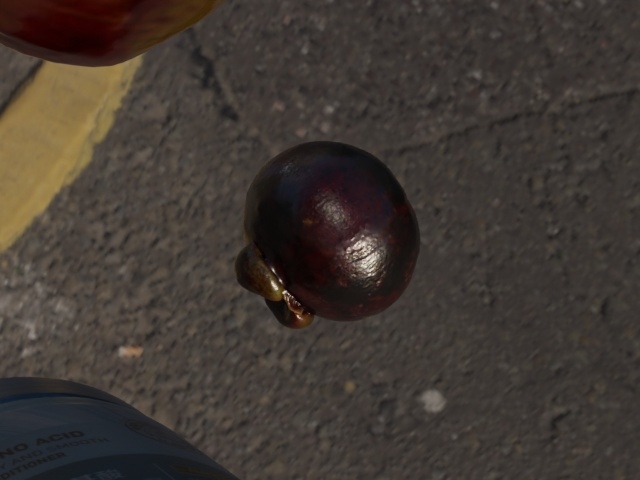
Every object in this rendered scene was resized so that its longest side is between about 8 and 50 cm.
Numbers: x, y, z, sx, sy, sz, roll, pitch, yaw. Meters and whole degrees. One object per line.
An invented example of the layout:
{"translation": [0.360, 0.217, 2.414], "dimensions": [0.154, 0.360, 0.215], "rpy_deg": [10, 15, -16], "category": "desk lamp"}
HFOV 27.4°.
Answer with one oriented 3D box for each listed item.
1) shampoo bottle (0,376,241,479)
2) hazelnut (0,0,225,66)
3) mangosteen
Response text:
{"translation": [-0.144, 0.287, 0.818], "dimensions": [0.331, 0.343, 0.331], "rpy_deg": [-7, 104, -30], "category": "shampoo bottle"}
{"translation": [-0.104, -0.208, 0.631], "dimensions": [0.217, 0.251, 0.217], "rpy_deg": [28, 15, -8], "category": "hazelnut"}
{"translation": [0.000, 0.000, 1.028], "dimensions": [0.152, 0.152, 0.152], "rpy_deg": [12, 54, -18], "category": "mangosteen"}
